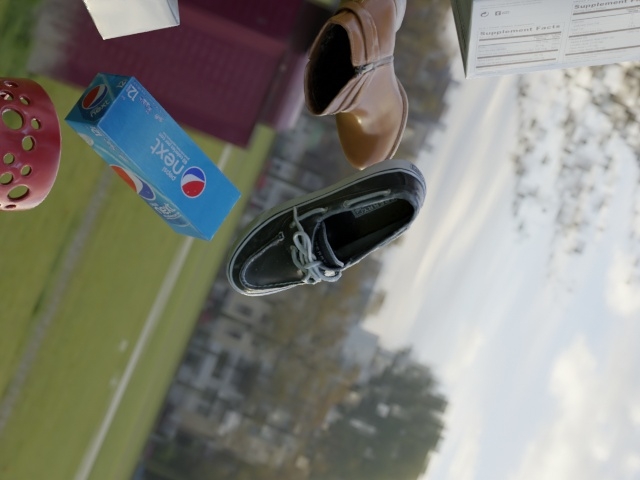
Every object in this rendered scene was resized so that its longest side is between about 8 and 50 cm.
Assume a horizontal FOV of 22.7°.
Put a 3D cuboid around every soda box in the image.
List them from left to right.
[{"bbox_3d":[-0.183,-0.092,1.770,0.067,0.210,0.071,12,-118,47],"label":"soda box"}]

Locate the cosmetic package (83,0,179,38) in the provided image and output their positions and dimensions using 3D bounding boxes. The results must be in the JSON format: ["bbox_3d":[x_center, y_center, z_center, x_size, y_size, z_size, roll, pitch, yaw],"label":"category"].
[{"bbox_3d":[-0.232,-0.337,1.787,0.238,0.107,0.127,62,18,-70],"label":"cosmetic package"}]

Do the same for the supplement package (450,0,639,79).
[{"bbox_3d":[0.237,-0.328,1.710,0.145,0.204,0.262,86,-3,-62],"label":"supplement package"}]

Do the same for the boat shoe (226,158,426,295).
[{"bbox_3d":[0.003,0.003,2.091,0.306,0.113,0.105,-23,-155,19],"label":"boat shoe"}]

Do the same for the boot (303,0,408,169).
[{"bbox_3d":[0.045,-0.192,2.077,0.220,0.109,0.283,-50,155,-59],"label":"boot"}]

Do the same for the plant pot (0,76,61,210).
[{"bbox_3d":[-0.482,-0.138,2.230,0.174,0.191,0.191,1,120,-45],"label":"plant pot"}]
